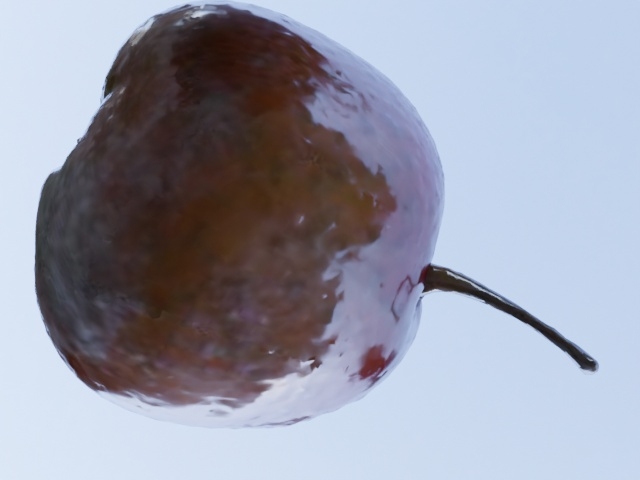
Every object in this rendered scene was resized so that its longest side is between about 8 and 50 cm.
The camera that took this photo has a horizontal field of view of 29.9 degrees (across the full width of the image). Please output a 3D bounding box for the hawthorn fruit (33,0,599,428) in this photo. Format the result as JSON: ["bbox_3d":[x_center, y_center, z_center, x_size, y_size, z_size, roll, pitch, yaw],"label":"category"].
[{"bbox_3d":[-0.040,-0.008,0.671,0.231,0.263,0.235,-35,-130,29],"label":"hawthorn fruit"}]
